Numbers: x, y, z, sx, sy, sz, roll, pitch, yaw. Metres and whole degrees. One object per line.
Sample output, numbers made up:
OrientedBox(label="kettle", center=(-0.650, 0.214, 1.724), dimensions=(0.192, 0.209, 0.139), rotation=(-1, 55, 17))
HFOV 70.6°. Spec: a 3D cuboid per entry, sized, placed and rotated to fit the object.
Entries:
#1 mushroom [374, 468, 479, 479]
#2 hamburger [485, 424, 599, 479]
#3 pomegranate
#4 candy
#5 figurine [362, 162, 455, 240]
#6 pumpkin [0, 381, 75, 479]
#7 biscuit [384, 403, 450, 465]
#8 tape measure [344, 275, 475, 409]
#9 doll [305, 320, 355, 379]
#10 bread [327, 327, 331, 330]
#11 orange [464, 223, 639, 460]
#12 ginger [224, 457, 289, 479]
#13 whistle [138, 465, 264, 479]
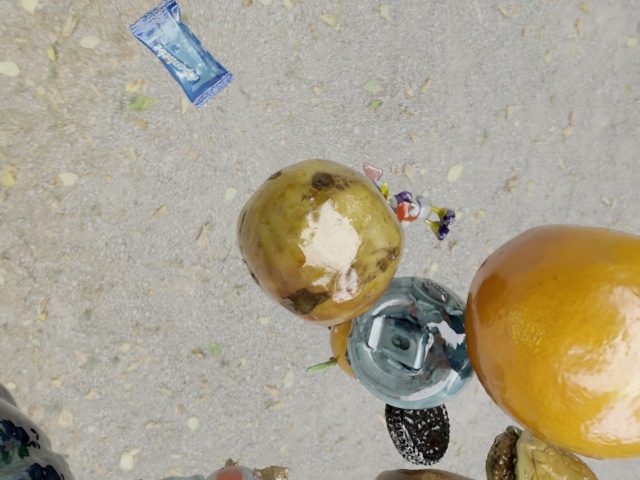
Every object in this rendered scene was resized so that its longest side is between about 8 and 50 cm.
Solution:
OrientedBox(label="mushroom", center=(0.197, 0.469, 0.759), dimensions=(0.253, 0.153, 0.253), rotation=(9, 139, 8))
OrientedBox(label="hamburger", center=(0.460, 0.520, 0.905), dimensions=(0.283, 0.259, 0.144), rotation=(32, 136, -13))
OrientedBox(label="pomegranate", center=(0.000, 0.000, 0.748), dimensions=(0.281, 0.281, 0.281), rotation=(-4, 107, -13))
OrientedBox(label="candy", center=(-0.449, -0.615, 1.506), dimensions=(0.187, 0.077, 0.331), rotation=(-31, 129, 13))
OrientedBox(label="figurine", center=(0.334, -0.149, 1.777), dimensions=(0.421, 0.193, 0.154), rotation=(23, 131, 0))
OrientedBox(label="pumpkin", center=(-0.347, 0.251, 0.310), dimensions=(0.364, 0.266, 0.363), rotation=(3, 98, 22))
OrientedBox(label="biscuit", center=(0.230, 0.423, 1.059), dimensions=(0.195, 0.194, 0.053), rotation=(36, 139, -21))
OrientedBox(label="tape measure", center=(0.171, 0.197, 0.898), dimensions=(0.147, 0.275, 0.256), rotation=(16, 85, -56))
OrientedBox(label="doll", center=(0.097, 0.261, 1.136), dimensions=(0.236, 0.213, 0.213), rotation=(-32, 114, 24))
OrientedBox(label="bread", center=(0.064, 0.221, 1.675), dimensions=(0.143, 0.212, 0.224), rotation=(11, 106, -10))
OrientedBox(label="orange", center=(0.348, 0.126, 0.601), dimensions=(0.312, 0.312, 0.312), rotation=(-4, 107, -13))
OrientedBox(label="ginger", center=(-0.157, 0.568, 1.082), dimensions=(0.174, 0.069, 0.051), rotation=(3, 146, 12))
OrientedBox(label="whistle", center=(-0.219, 0.484, 0.819), dimensions=(0.348, 0.189, 0.189), rotation=(26, 98, -19))
